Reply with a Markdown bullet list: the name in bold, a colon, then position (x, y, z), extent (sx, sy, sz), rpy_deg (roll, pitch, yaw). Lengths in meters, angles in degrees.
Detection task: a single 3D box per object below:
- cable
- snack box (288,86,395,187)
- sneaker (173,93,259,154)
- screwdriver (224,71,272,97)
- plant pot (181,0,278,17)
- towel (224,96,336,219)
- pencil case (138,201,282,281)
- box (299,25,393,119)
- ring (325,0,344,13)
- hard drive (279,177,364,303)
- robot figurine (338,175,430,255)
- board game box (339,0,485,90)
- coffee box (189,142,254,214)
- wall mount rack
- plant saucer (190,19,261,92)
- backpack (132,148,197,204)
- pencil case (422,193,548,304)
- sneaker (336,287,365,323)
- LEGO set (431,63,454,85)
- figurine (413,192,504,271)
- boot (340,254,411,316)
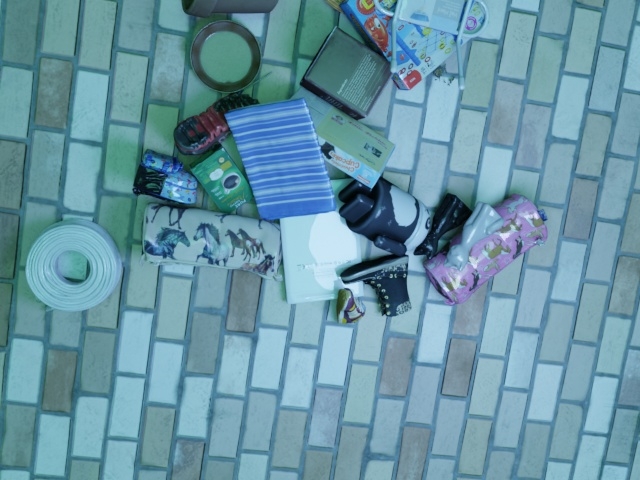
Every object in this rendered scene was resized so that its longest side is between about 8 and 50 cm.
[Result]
- **cable**: position (-0.694, 0.071, 1.900), extent (0.256, 0.089, 0.257), rpy_deg (-8, 99, -6)
- **snack box**: position (0.041, -0.288, 1.872), extent (0.321, 0.187, 0.060), rpy_deg (32, 129, 0)
- **sneaker**: position (-0.295, -0.319, 1.895), extent (0.276, 0.135, 0.098), rpy_deg (-35, 88, -25)
- **screwdriver**: position (-0.210, -0.438, 1.929), extent (0.170, 0.024, 0.025), rpy_deg (-38, 72, -7)
- **plant pot**: position (-0.225, -0.708, 1.791), extent (0.229, 0.263, 0.263), rpy_deg (5, 97, -25)
- **towel**: position (-0.106, -0.211, 1.839), extent (0.243, 0.040, 0.336), rpy_deg (-4, 120, 24)
- **pencil case**: position (-0.298, 0.011, 1.904), extent (0.410, 0.160, 0.184), rpy_deg (9, 81, -8)
- **box**: position (0.073, -0.458, 1.883), extent (0.203, 0.168, 0.167), rpy_deg (31, 93, -11)
- **ring**: position (0.126, -0.800, 1.913), extent (0.336, 0.032, 0.337), rpy_deg (-1, 98, -6)
- **hard drive**: position (0.000, 0.000, 1.999), extent (0.232, 0.047, 0.353), rpy_deg (-6, 99, -7)
- **robot figurine**: position (0.185, -0.075, 1.926), extent (0.278, 0.173, 0.209), rpy_deg (25, 85, -29)
- **board game box**: position (0.265, -0.637, 1.900), extent (0.308, 0.086, 0.302), rpy_deg (-41, 111, 0)
- **coffee box**: position (-0.275, -0.169, 1.911), extent (0.113, 0.040, 0.184), rpy_deg (-36, 124, -1)
- **wall mount rack**: position (0.304, -0.580, 1.811), extent (0.349, 0.130, 0.304), rpy_deg (10, 103, -15)
- **plant saucer**: position (-0.264, -0.514, 1.900), extent (0.198, 0.036, 0.199), rpy_deg (-1, 98, -6)
- **backpack**: position (-0.416, -0.168, 1.868), extent (0.173, 0.158, 0.117), rpy_deg (18, 102, -12)
- **pencil case**: position (0.489, 0.029, 2.009), extent (0.386, 0.167, 0.160), rpy_deg (-36, 124, -1)
- **sneaker**: position (0.094, 0.188, 1.983), extent (0.083, 0.185, 0.070), rpy_deg (-3, 64, -7)
- **LEGO set**: position (0.355, -0.489, 1.992), extent (0.054, 0.023, 0.083), rpy_deg (-41, 114, 2)
- **figurine**: position (0.388, -0.015, 1.946), extent (0.092, 0.215, 0.209), rpy_deg (43, 80, -33)
- **boot**: position (0.173, 0.147, 1.996), extent (0.236, 0.085, 0.179), rpy_deg (-15, 103, -30)
